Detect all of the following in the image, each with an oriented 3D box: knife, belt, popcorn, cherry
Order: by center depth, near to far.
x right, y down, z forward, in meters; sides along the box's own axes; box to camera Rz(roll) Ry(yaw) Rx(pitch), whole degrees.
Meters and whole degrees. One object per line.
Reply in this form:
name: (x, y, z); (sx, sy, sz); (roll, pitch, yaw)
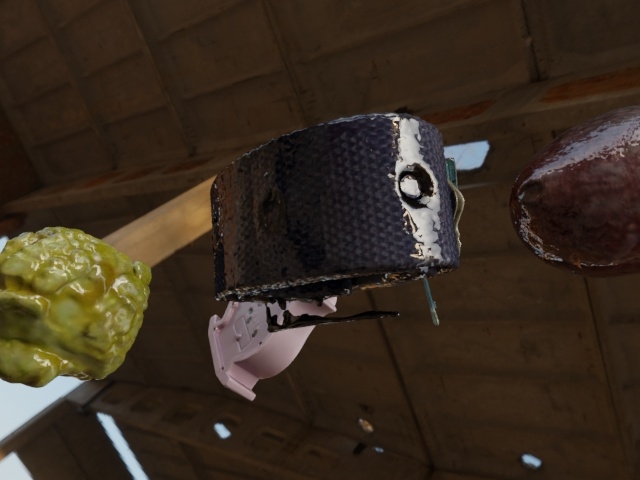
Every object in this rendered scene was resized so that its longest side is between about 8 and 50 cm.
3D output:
belt: (0.000, 0.000, 0.433); (0.231, 0.140, 0.126); (-19, -107, 54)
cherry: (0.355, -0.056, 0.714); (0.230, 0.301, 0.202); (-14, -93, 64)
knife: (0.146, 0.069, 0.786); (0.027, 0.010, 0.096); (75, 2, -75)
popcorn: (-0.366, 0.093, 0.846); (0.195, 0.255, 0.256); (47, -23, 36)

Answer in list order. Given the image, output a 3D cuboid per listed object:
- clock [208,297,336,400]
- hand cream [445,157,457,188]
clock: (-0.110, 0.141, 1.199); (0.080, 0.275, 0.290); (42, 5, -31)
hand cream: (0.126, -0.077, 0.985); (0.048, 0.225, 0.083); (-123, -160, -61)
